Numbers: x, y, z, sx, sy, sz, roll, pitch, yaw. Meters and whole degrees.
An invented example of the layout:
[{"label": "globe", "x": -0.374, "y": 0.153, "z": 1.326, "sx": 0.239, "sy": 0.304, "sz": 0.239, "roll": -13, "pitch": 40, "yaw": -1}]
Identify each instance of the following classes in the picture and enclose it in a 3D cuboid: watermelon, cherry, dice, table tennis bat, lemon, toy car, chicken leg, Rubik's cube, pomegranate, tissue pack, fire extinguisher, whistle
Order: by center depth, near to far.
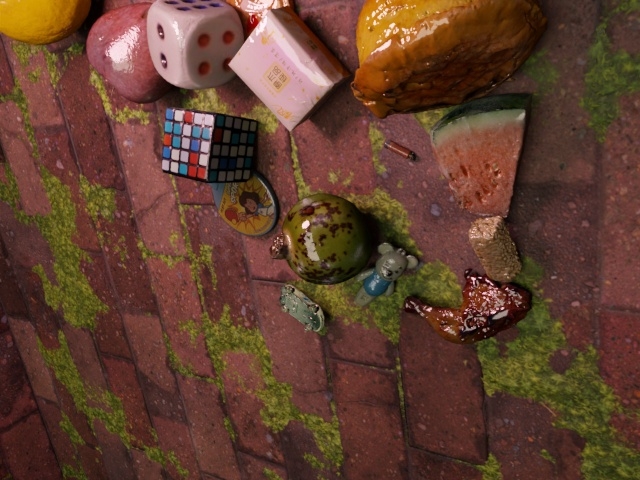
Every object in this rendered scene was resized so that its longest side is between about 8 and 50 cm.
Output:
[{"label": "watermelon", "x": 0.353, "y": -0.173, "z": 1.141, "sx": 0.193, "sy": 0.140, "sz": 0.256, "roll": 0, "pitch": 119, "yaw": 29}, {"label": "fire extinguisher", "x": 0.194, "y": -0.216, "z": 1.281, "sx": 0.083, "sy": 0.022, "sz": 0.028, "roll": 31, "pitch": 162, "yaw": 18}, {"label": "tissue pack", "x": -0.075, "y": -0.417, "z": 1.289, "sx": 0.225, "sy": 0.124, "sz": 0.185, "roll": 47, "pitch": 129, "yaw": -6}, {"label": "chicken leg", "x": 0.358, "y": 0.171, "z": 1.308, "sx": 0.322, "sy": 0.083, "sz": 0.177, "roll": -31, "pitch": 82, "yaw": 37}, {"label": "pomegranate", "x": 0.000, "y": 0.000, "z": 1.353, "sx": 0.254, "sy": 0.271, "sz": 0.254, "roll": 29, "pitch": 123, "yaw": 58}, {"label": "dice", "x": -0.320, "y": -0.510, "z": 1.362, "sx": 0.194, "sy": 0.193, "sz": 0.191, "roll": 41, "pitch": 140, "yaw": 33}, {"label": "whistle", "x": 0.158, "y": 0.102, "z": 1.407, "sx": 0.114, "sy": 0.077, "sz": 0.235, "roll": 27, "pitch": 128, "yaw": -8}, {"label": "Rubik's cube", "x": -0.309, "y": -0.263, "z": 1.469, "sx": 0.182, "sy": 0.184, "sz": 0.187, "roll": 15, "pitch": 103, "yaw": 28}, {"label": "cherry", "x": -0.517, "y": -0.535, "z": 1.497, "sx": 0.261, "sy": 0.221, "sz": 0.307, "roll": 45, "pitch": 116, "yaw": 2}, {"label": "lemon", "x": -0.843, "y": -0.752, "z": 1.555, "sx": 0.348, "sy": 0.348, "sz": 0.348, "roll": 13, "pitch": 116, "yaw": 29}, {"label": "toy car", "x": -0.052, "y": 0.204, "z": 1.599, "sx": 0.186, "sy": 0.058, "sz": 0.093, "roll": 33, "pitch": 126, "yaw": 33}, {"label": "table tennis bat", "x": -0.263, "y": -0.141, "z": 1.606, "sx": 0.329, "sy": 0.044, "sz": 0.215, "roll": 34, "pitch": 125, "yaw": 15}]

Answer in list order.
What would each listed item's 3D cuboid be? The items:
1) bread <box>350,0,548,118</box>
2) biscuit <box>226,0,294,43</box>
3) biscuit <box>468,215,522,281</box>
[{"label": "bread", "x": 0.231, "y": -0.383, "z": 1.017, "sx": 0.358, "sy": 0.337, "sz": 0.204, "roll": -22, "pitch": 73, "yaw": 36}, {"label": "biscuit", "x": -0.154, "y": -0.610, "z": 1.329, "sx": 0.202, "sy": 0.047, "sz": 0.333, "roll": 22, "pitch": 121, "yaw": 24}, {"label": "biscuit", "x": 0.395, "y": 0.022, "z": 1.192, "sx": 0.082, "sy": 0.070, "sz": 0.168, "roll": -1, "pitch": 135, "yaw": 39}]
